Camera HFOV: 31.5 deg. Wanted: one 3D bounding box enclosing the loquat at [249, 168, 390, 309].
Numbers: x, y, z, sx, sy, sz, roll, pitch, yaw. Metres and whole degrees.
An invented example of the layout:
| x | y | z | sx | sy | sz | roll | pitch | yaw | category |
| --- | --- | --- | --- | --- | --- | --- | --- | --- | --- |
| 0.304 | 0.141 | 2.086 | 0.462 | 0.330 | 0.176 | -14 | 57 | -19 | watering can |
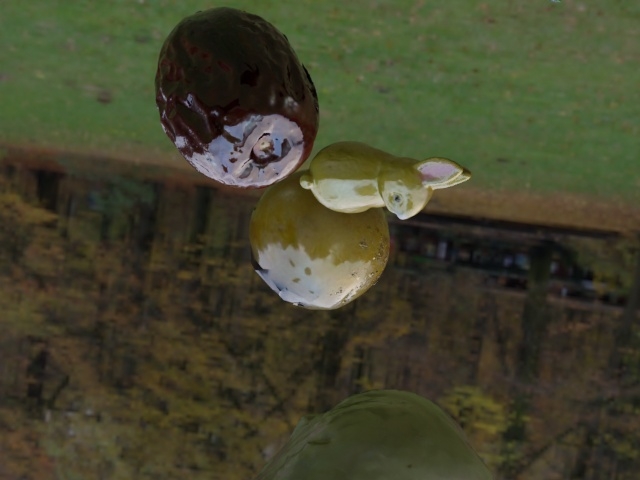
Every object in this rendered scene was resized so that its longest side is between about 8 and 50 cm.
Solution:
| x | y | z | sx | sy | sz | roll | pitch | yaw | category |
| --- | --- | --- | --- | --- | --- | --- | --- | --- | --- |
| 0.000 | 0.000 | 1.832 | 0.235 | 0.235 | 0.235 | 8 | 180 | 0 | loquat |

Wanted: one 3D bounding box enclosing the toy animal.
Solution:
| x | y | z | sx | sy | sz | roll | pitch | yaw | category |
| --- | --- | --- | --- | --- | --- | --- | --- | --- | --- |
| 0.065 | -0.056 | 1.058 | 0.159 | 0.070 | 0.083 | 6 | -170 | 39 | toy animal |

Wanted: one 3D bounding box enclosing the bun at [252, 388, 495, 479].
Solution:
| x | y | z | sx | sy | sz | roll | pitch | yaw | category |
| --- | --- | --- | --- | --- | --- | --- | --- | --- | --- |
| 0.019 | 0.295 | 0.943 | 0.361 | 0.361 | 0.213 | 8 | -170 | -32 | bun |

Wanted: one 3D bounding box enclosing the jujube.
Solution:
| x | y | z | sx | sy | sz | roll | pitch | yaw | category |
| --- | --- | --- | --- | --- | --- | --- | --- | --- | --- |
| -0.105 | -0.171 | 1.328 | 0.183 | 0.183 | 0.243 | 8 | -146 | -27 | jujube |
